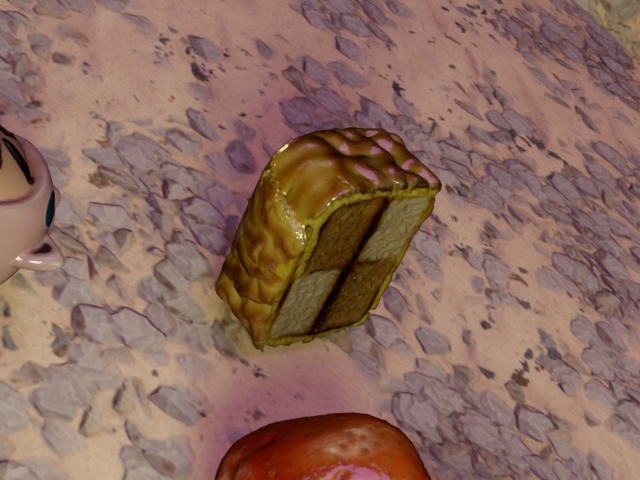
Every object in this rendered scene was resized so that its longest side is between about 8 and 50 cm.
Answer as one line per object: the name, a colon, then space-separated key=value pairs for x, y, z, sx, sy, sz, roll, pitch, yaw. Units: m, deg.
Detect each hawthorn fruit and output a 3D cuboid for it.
hawthorn fruit: x=-0.015 y=0.216 z=1.144 sx=0.200 sy=0.179 sz=0.179 roll=8 pitch=41 yaw=-22

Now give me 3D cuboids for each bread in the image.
bread: x=0.000 y=0.000 z=1.386 sx=0.181 sy=0.222 sz=0.096 roll=-12 pitch=52 yaw=-38

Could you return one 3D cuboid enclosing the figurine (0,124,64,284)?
figurine: x=-0.339 y=-0.049 z=1.175 sx=0.287 sy=0.186 sz=0.176 roll=10 pitch=36 yaw=-21
